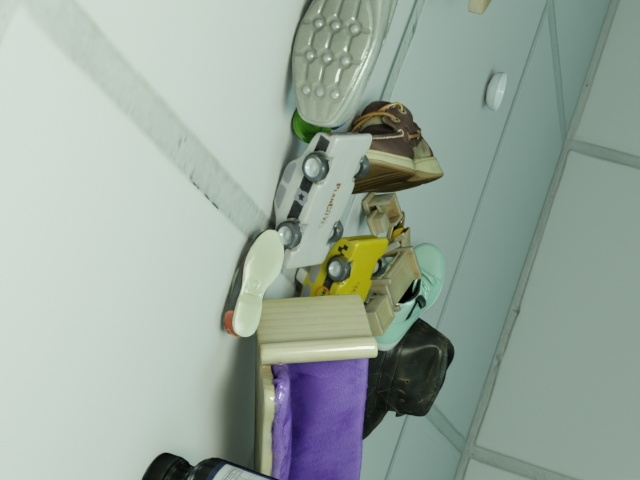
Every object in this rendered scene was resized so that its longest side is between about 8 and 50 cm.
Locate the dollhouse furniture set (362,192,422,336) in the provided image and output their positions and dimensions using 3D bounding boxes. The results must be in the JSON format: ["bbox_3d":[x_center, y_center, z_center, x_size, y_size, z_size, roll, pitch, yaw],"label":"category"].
[{"bbox_3d":[0.061,0.035,1.930,0.182,0.101,0.161,-49,126,-52],"label":"dollhouse furniture set"}]

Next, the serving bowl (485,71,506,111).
[{"bbox_3d":[0.360,-0.311,2.590,0.083,0.027,0.083,16,90,-72],"label":"serving bowl"}]

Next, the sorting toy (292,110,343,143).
[{"bbox_3d":[-0.001,-0.160,1.578,0.102,0.061,0.042,-60,-166,-18],"label":"sorting toy"}]

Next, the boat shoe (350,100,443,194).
[{"bbox_3d":[0.083,-0.138,1.783,0.342,0.123,0.123,-4,80,-66],"label":"boat shoe"}]

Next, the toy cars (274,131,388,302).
[{"bbox_3d":[0.000,0.000,1.653,0.176,0.087,0.394,-42,147,-22],"label":"toy cars"}]

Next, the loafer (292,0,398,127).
[{"bbox_3d":[0.048,-0.286,1.496,0.111,0.112,0.320,19,87,-65],"label":"loafer"}]

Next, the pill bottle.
[{"bbox_3d":[-0.095,0.320,1.423,0.123,0.219,0.123,16,90,-72],"label":"pill bottle"}]

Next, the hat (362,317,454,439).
[{"bbox_3d":[0.177,0.237,2.351,0.331,0.134,0.331,17,90,-72],"label":"hat"}]

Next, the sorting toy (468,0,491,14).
[{"bbox_3d":[0.264,-0.537,1.976,0.257,0.089,0.255,90,24,-44],"label":"sorting toy"}]

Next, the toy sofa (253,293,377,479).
[{"bbox_3d":[-0.012,0.259,1.639,0.177,0.150,0.363,-104,-167,-53],"label":"toy sofa"}]

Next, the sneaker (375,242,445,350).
[{"bbox_3d":[0.170,0.066,2.187,0.256,0.094,0.151,-55,171,-40],"label":"sneaker"}]

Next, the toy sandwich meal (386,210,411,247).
[{"bbox_3d":[0.140,-0.010,2.175,0.085,0.029,0.086,17,90,-73],"label":"toy sandwich meal"}]

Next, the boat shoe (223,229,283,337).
[{"bbox_3d":[-0.084,0.051,1.516,0.043,0.049,0.137,-1,-110,63],"label":"boat shoe"}]
